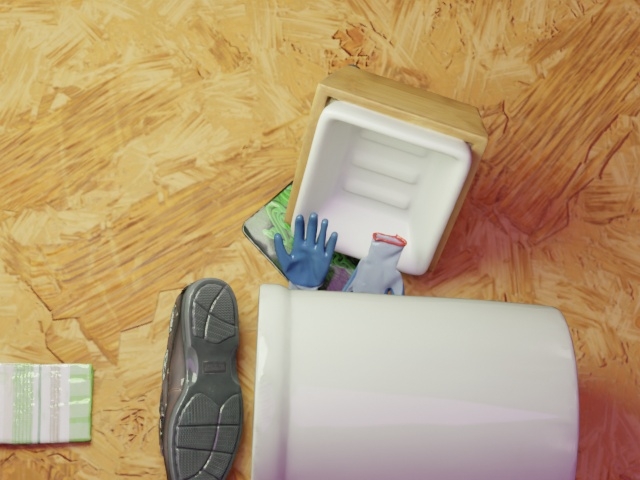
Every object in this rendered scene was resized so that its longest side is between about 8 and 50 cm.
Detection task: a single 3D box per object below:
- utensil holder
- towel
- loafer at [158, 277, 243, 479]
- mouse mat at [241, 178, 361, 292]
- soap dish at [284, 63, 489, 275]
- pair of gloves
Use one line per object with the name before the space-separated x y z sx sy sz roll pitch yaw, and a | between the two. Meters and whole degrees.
utensil holder | 0.105 0.227 1.651 0.386 0.327 0.327 4 75 -3
towel | -0.392 0.226 1.794 0.152 0.023 0.113 0 77 -3
loafer | -0.170 0.204 1.780 0.109 0.095 0.302 10 78 -30
mouse mat | 0.000 0.000 1.868 0.152 0.007 0.189 -42 79 -11
soap dish | 0.086 -0.095 1.759 0.229 0.291 0.118 18 52 1
pair of gloves | 0.026 0.042 1.796 0.198 0.023 0.159 16 119 6
